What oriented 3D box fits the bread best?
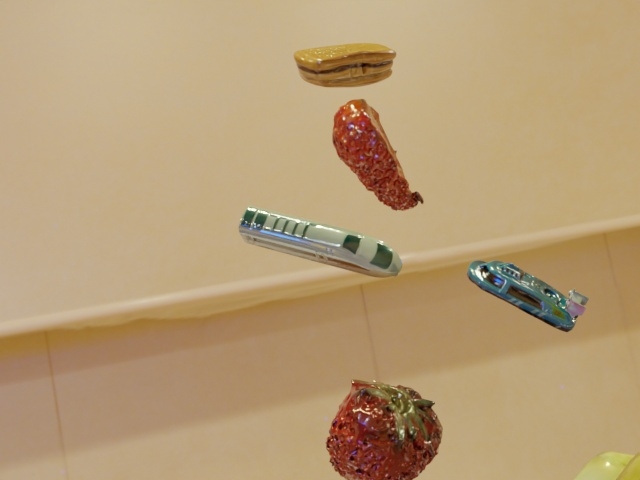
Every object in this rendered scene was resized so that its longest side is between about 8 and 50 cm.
[{"bbox_3d":[0.048,-0.348,1.352,0.200,0.077,0.116,-15,36,-28],"label":"bread"}]

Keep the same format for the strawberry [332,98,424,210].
[{"bbox_3d":[0.075,-0.113,0.986,0.082,0.188,0.121,-27,21,12],"label":"strawberry"}]

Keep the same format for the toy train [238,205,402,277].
[{"bbox_3d":[0.000,0.000,1.645,0.406,0.087,0.088,14,-26,20],"label":"toy train"}]

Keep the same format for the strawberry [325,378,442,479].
[{"bbox_3d":[0.095,0.331,1.129,0.201,0.184,0.187,-56,-5,25],"label":"strawberry"}]

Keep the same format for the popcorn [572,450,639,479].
[{"bbox_3d":[0.239,0.251,0.375,0.292,0.294,0.334,14,-45,0],"label":"popcorn"}]

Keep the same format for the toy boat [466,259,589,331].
[{"bbox_3d":[0.525,0.114,1.741,0.298,0.092,0.134,29,29,15],"label":"toy boat"}]
